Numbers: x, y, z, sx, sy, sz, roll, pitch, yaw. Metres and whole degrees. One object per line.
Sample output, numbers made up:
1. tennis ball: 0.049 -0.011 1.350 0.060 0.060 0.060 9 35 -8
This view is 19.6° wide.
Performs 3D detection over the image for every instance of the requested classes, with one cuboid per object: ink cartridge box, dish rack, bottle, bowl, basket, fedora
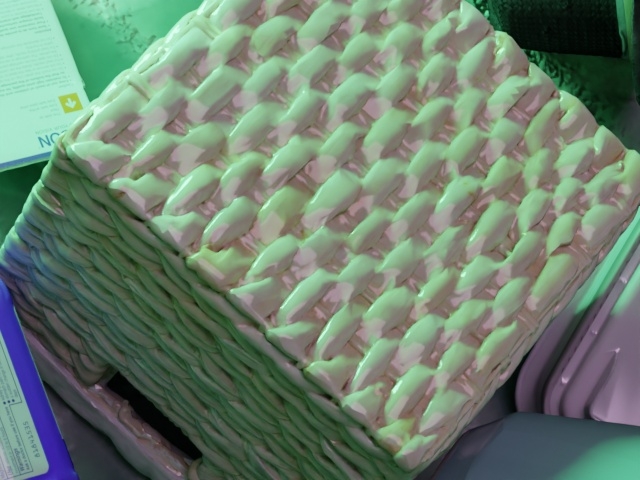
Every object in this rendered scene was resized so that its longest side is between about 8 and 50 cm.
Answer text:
1. ink cartridge box: -0.296 -0.134 1.349 0.223 0.045 0.224 -15 74 -26
2. dish rack: 0.336 0.067 1.390 0.286 0.072 0.332 30 95 -7
3. bottle: -0.249 0.072 1.218 0.092 0.118 0.282 -12 76 -44
4. bowl: 0.133 0.237 1.224 0.163 0.311 0.311 26 58 14
5. basket: 0.000 0.000 1.278 0.328 0.266 0.331 43 57 3
6. fedora: 0.203 -0.270 1.517 0.153 0.334 0.334 -4 64 10
